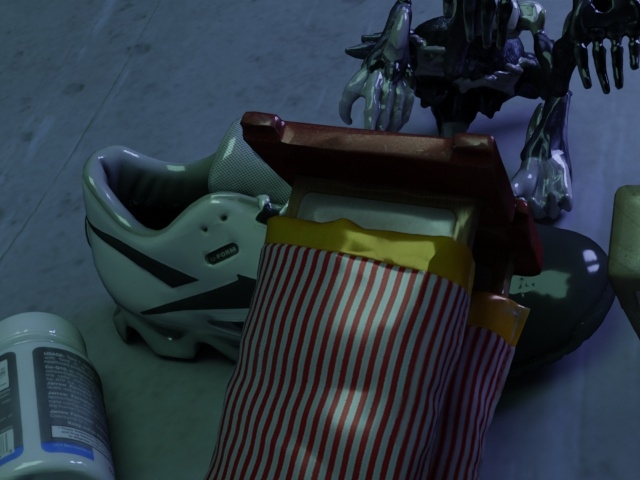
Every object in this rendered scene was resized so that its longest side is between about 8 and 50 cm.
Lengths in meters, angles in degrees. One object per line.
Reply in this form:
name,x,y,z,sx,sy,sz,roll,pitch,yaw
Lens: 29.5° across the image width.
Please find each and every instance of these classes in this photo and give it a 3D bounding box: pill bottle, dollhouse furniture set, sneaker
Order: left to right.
pill bottle,-0.160,0.107,0.693,0.078,0.078,0.137,-20,38,-2
sneaker,0.000,0.000,0.705,0.330,0.146,0.122,1,41,22
dollhouse furniture set,0.133,0.076,0.497,0.374,0.152,0.201,6,73,23

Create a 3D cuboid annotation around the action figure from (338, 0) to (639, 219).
action figure,0.095,-0.097,0.762,0.164,0.276,0.141,15,80,-2
